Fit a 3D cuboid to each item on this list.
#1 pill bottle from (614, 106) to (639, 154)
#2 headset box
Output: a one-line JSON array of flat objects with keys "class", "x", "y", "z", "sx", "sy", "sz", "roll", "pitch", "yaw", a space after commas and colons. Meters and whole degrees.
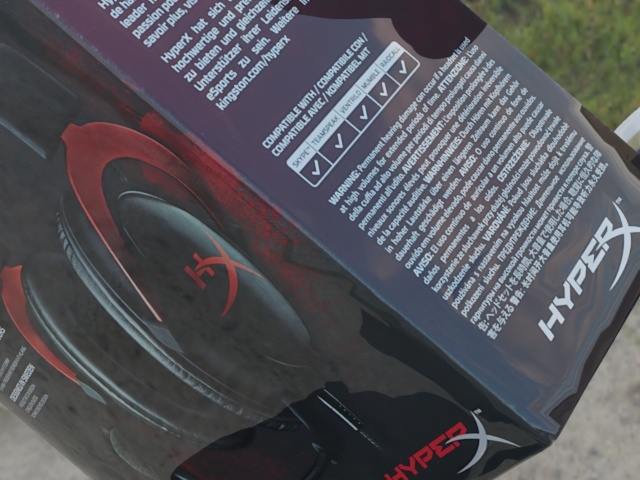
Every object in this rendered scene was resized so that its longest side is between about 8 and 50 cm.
[{"class": "pill bottle", "x": 0.216, "y": 0.007, "z": 0.668, "sx": 0.094, "sy": 0.094, "sz": 0.169, "roll": -25, "pitch": 63, "yaw": -11}, {"class": "headset box", "x": -0.065, "y": -0.027, "z": 0.460, "sx": 0.293, "sy": 0.218, "sz": 0.110, "roll": 41, "pitch": 53, "yaw": -2}]
